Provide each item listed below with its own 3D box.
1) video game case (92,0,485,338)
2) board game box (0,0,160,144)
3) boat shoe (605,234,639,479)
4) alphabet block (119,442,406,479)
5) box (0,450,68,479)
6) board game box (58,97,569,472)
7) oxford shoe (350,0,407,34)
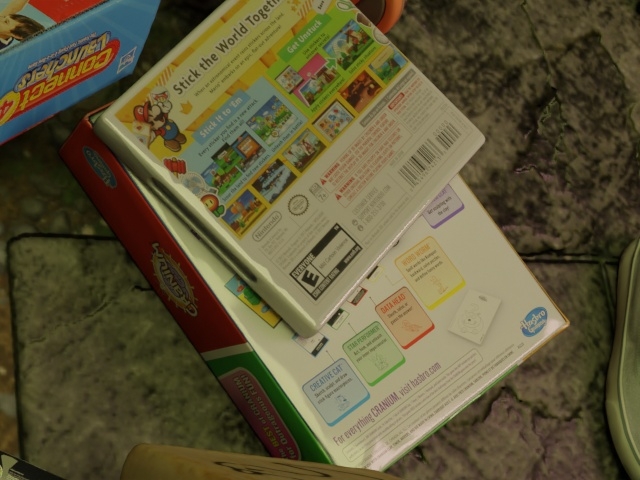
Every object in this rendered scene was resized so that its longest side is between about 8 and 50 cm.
[{"bbox_3d":[-0.016,-0.075,1.273,0.206,0.026,0.227,45,56,-4],"label":"video game case"},{"bbox_3d":[-0.306,-0.166,1.102,0.308,0.086,0.302,36,38,14],"label":"board game box"},{"bbox_3d":[0.274,0.085,1.400,0.079,0.081,0.227,15,62,-21],"label":"boat shoe"},{"bbox_3d":[-0.015,0.235,1.081,0.192,0.197,0.193,12,87,-25],"label":"alphabet block"},{"bbox_3d":[-0.224,0.145,1.104,0.137,0.094,0.027,27,58,-16],"label":"box"},{"bbox_3d":[0.000,0.000,1.303,0.242,0.064,0.316,-33,86,-34],"label":"board game box"},{"bbox_3d":[-0.006,-0.328,1.412,0.133,0.130,0.363,-19,81,-42],"label":"oxford shoe"}]
